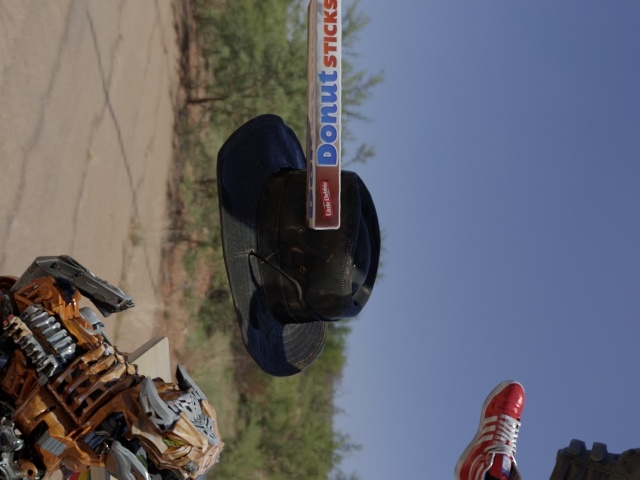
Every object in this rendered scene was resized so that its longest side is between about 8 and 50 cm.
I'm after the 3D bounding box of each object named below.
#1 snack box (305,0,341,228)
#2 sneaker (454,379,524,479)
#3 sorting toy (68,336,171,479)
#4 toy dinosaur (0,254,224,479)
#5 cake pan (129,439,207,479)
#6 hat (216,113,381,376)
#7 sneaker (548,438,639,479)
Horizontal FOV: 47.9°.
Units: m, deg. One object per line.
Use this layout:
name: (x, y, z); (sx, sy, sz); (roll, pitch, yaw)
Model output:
snack box: (0.002, -0.098, 0.555); (0.064, 0.022, 0.178); (-161, -109, -82)
sneaker: (0.178, 0.197, 0.706); (0.118, 0.042, 0.067); (-63, -169, -5)
sorting toy: (-0.327, 0.312, 1.161); (0.255, 0.089, 0.257); (-42, 132, -76)
toy dinosaur: (-0.219, 0.098, 0.484); (0.164, 0.322, 0.218); (7, 108, -53)
cake pan: (-0.164, 0.345, 0.885); (0.293, 0.054, 0.293); (163, -90, -82)
hat: (0.000, 0.000, 0.895); (0.331, 0.134, 0.331); (26, 61, -61)
sneaker: (0.355, 0.242, 0.797); (0.147, 0.295, 0.104); (39, -5, 33)
